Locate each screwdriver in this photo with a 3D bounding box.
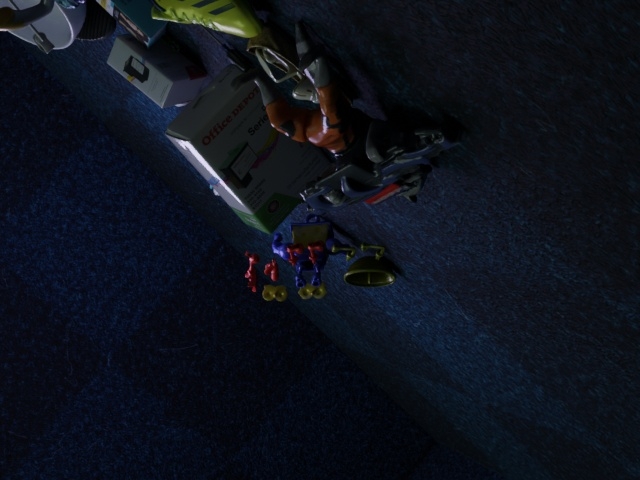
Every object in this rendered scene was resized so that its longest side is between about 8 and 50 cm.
[{"bbox_3d":[-0.195,-0.385,1.836,0.170,0.025,0.024,49,171,9],"label":"screwdriver"}]

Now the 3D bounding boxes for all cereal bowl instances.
[{"bbox_3d":[-0.662,-0.589,2.136,0.339,0.141,0.339,26,159,11],"label":"cereal bowl"}]

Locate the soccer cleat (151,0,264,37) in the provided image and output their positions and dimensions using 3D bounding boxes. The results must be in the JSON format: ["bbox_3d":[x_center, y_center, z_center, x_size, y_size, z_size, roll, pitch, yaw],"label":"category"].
[{"bbox_3d":[-0.211,-0.390,1.583,0.289,0.121,0.093,35,167,28],"label":"soccer cleat"}]

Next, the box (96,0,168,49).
[{"bbox_3d":[-0.429,-0.515,2.005,0.244,0.060,0.100,44,169,-8],"label":"box"}]

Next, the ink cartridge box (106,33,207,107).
[{"bbox_3d":[-0.359,-0.378,2.102,0.175,0.072,0.127,39,-149,14],"label":"ink cartridge box"}]

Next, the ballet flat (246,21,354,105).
[{"bbox_3d":[-0.039,-0.273,1.580,0.206,0.067,0.073,40,168,7],"label":"ballet flat"}]

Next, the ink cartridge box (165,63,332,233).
[{"bbox_3d":[-0.140,-0.183,1.918,0.278,0.201,0.117,50,166,-33],"label":"ink cartridge box"}]

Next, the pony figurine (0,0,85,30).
[{"bbox_3d":[-0.439,-0.508,1.505,0.303,0.363,0.351,45,155,22],"label":"pony figurine"}]

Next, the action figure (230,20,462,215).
[{"bbox_3d":[0.070,-0.184,1.486,0.341,0.179,0.330,-18,132,43],"label":"action figure"}]

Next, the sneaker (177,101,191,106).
[{"bbox_3d":[-0.355,-0.389,2.262,0.077,0.072,0.178,9,156,48],"label":"sneaker"}]

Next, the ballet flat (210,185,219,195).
[{"bbox_3d":[-0.214,-0.200,2.385,0.147,0.147,0.409,41,172,4],"label":"ballet flat"}]

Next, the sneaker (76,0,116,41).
[{"bbox_3d":[-0.600,-0.554,2.338,0.330,0.123,0.146,20,-171,28],"label":"sneaker"}]

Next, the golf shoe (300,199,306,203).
[{"bbox_3d":[-0.090,-0.166,2.145,0.273,0.105,0.120,41,-174,33],"label":"golf shoe"}]

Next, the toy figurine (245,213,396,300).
[{"bbox_3d":[0.000,0.000,2.356,0.362,0.217,0.191,-5,137,9],"label":"toy figurine"}]

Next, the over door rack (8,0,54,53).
[{"bbox_3d":[-0.495,-0.519,1.765,0.108,0.239,0.324,41,170,34],"label":"over door rack"}]

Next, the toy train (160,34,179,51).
[{"bbox_3d":[-0.342,-0.442,2.099,0.083,0.017,0.024,42,179,-1],"label":"toy train"}]
